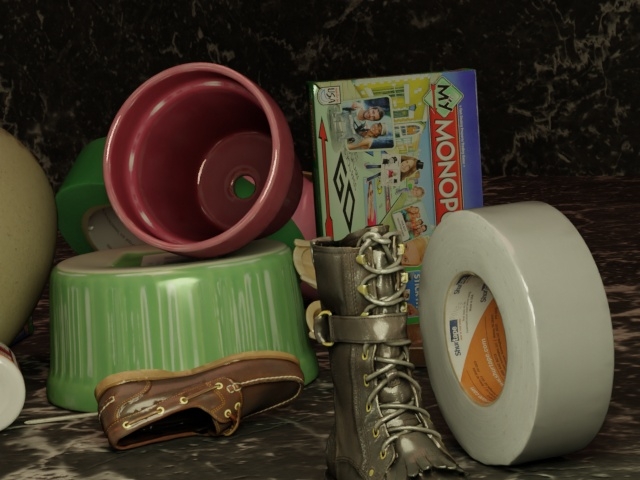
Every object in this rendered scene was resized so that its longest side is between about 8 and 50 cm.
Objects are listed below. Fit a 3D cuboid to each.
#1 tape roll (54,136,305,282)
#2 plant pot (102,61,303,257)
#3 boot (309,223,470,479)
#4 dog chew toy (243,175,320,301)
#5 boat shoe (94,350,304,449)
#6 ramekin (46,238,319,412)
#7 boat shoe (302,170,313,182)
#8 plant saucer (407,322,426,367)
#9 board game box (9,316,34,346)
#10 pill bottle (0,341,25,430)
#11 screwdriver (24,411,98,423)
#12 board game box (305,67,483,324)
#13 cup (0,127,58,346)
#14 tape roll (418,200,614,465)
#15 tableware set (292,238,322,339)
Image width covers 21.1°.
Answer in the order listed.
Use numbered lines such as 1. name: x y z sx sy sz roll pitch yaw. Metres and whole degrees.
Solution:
1. tape roll: -0.174 -0.004 2.137 0.321 0.077 0.321 21 -26 11
2. plant pot: -0.107 -0.075 1.847 0.201 0.201 0.180 -2 -8 19
3. boot: 0.048 0.103 1.272 0.091 0.229 0.263 -7 7 -23
4. dog chew toy: 0.000 0.000 2.372 0.331 0.207 0.206 4 8 7
5. boat shoe: -0.110 0.159 1.638 0.207 0.073 0.073 -10 45 -16
6. ramekin: -0.157 0.086 1.891 0.303 0.148 0.303 -4 7 1
7. boat shoe: 0.062 -0.010 2.563 0.341 0.122 0.110 22 1 15
8. plant saucer: 0.134 0.118 1.946 0.168 0.029 0.168 -4 8 1
9. board game box: -0.499 0.123 2.285 0.201 0.035 0.136 -3 7 8
10. pill bottle: -0.352 0.147 1.779 0.086 0.086 0.152 -6 6 -12
11. screwdriver: -0.220 0.177 1.739 0.170 0.024 0.025 -10 35 4
12. board game box: 0.098 -0.051 2.163 0.213 0.317 0.046 -6 9 -12
13. cup: -0.466 0.043 1.987 0.331 0.331 0.237 -5 33 -8
14. tape roll: 0.161 0.078 1.449 0.072 0.219 0.219 -7 7 -22
15. tableware set: 0.034 0.072 1.852 0.141 0.169 0.020 21 -45 -29
